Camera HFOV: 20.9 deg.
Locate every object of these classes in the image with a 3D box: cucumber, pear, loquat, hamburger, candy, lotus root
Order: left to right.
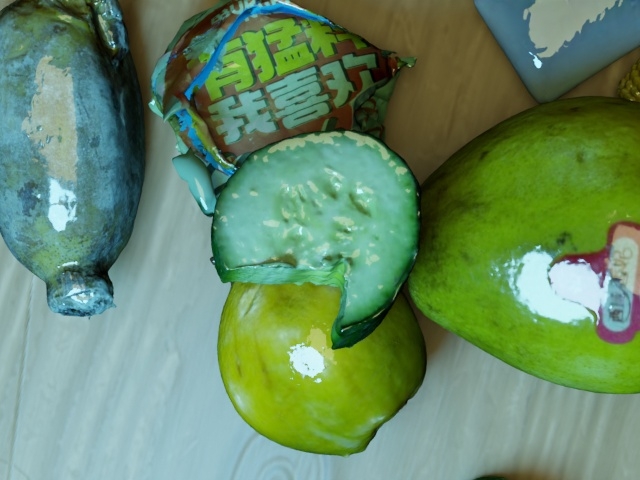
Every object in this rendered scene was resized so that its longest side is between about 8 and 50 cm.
[{"bbox_3d":[-0.262,-0.095,1.747,0.175,0.175,0.349,-1,93,5],"label":"lotus root"},{"bbox_3d":[-0.047,-0.103,1.742,0.261,0.150,0.276,9,65,-6],"label":"hamburger"},{"bbox_3d":[-0.013,0.091,1.721,0.246,0.213,0.213,44,96,10],"label":"loquat"},{"bbox_3d":[0.000,-0.010,1.574,0.191,0.130,0.191,3,71,-7],"label":"cucumber"},{"bbox_3d":[0.236,0.005,1.661,0.375,0.287,0.287,-1,93,15],"label":"pear"},{"bbox_3d":[0.258,-0.236,1.741,0.174,0.071,0.138,-32,89,8],"label":"candy"}]

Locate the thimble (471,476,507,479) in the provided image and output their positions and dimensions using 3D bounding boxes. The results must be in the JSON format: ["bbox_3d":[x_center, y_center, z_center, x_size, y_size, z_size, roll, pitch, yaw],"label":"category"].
[{"bbox_3d":[0.174,0.306,1.769,0.118,0.090,0.130,36,95,4],"label":"thimble"}]

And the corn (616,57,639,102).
[{"bbox_3d":[0.413,-0.207,1.720,0.260,0.091,0.091,-38,97,11],"label":"corn"}]
